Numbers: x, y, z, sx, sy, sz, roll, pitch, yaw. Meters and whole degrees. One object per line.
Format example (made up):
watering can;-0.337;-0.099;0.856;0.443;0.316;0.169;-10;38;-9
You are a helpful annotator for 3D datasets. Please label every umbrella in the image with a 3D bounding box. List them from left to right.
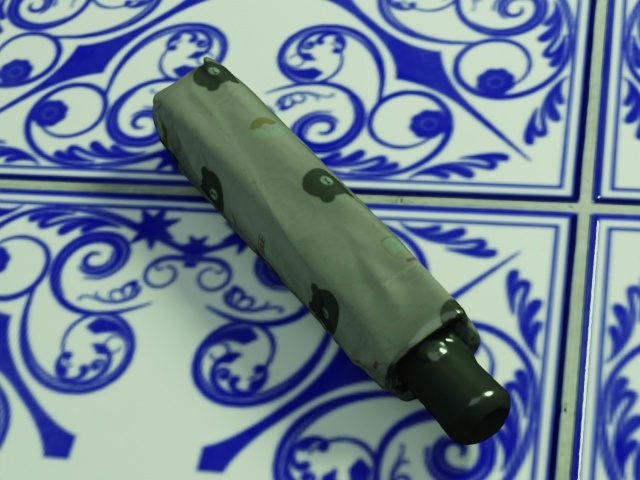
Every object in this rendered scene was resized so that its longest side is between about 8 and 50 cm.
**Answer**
umbrella;0.000;0.000;0.851;0.073;0.067;0.337;-45;55;2
